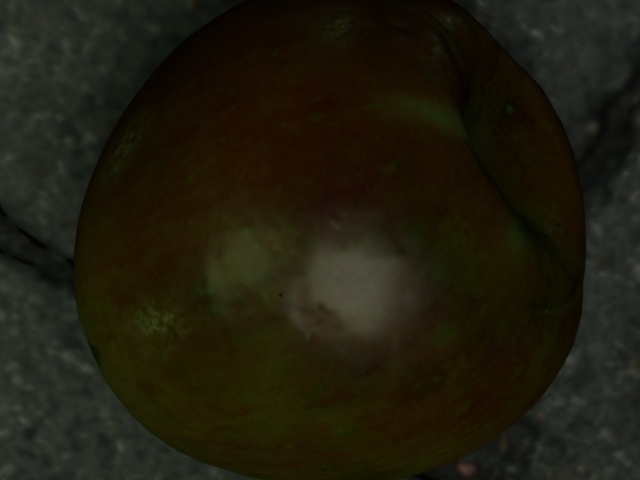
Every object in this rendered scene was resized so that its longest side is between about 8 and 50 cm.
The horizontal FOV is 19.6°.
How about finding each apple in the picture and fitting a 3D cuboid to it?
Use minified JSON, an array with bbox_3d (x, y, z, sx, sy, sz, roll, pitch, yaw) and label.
[{"bbox_3d":[0.000,0.000,0.898,0.226,0.246,0.246,-25,118,25],"label":"apple"}]
